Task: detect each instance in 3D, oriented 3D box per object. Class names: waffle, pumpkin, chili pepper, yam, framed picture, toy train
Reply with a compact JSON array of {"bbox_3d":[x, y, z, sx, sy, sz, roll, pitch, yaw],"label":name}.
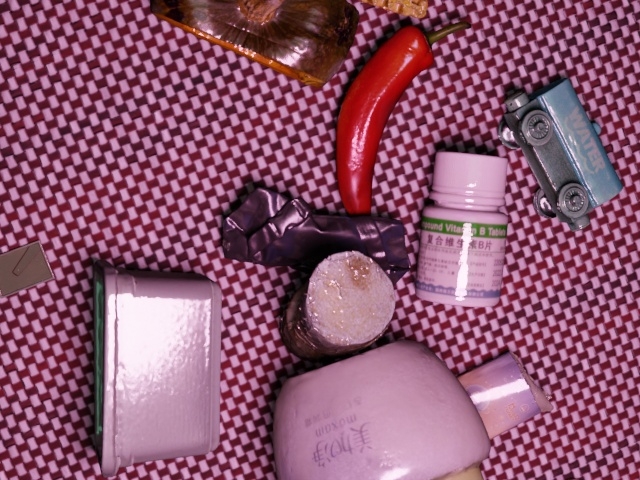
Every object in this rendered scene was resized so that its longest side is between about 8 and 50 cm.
[{"bbox_3d":[0.065,-0.379,1.627,0.160,0.192,0.046,26,106,21],"label":"waffle"},{"bbox_3d":[-0.101,-0.339,1.581,0.317,0.222,0.139,25,92,-9],"label":"pumpkin"},{"bbox_3d":[0.097,-0.205,1.702,0.137,0.092,0.369,23,99,-29],"label":"chili pepper"},{"bbox_3d":[0.025,0.107,1.624,0.153,0.254,0.154,3,74,-9],"label":"yam"},{"bbox_3d":[-0.465,0.044,1.673,0.089,0.006,0.066,-22,98,-6],"label":"framed picture"},{"bbox_3d":[0.392,-0.144,1.741,0.159,0.101,0.248,-34,101,-17],"label":"toy train"}]

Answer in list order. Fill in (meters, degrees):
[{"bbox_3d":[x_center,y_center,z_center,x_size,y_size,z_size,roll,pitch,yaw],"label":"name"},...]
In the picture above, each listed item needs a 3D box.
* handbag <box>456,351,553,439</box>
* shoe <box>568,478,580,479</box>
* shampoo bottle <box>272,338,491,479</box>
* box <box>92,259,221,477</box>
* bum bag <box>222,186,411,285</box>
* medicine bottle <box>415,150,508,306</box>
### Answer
[{"bbox_3d":[0.282,0.258,1.765,0.173,0.095,0.117,-27,100,3],"label":"handbag"},{"bbox_3d":[0.441,0.495,1.806,0.089,0.092,0.180,-17,98,-6],"label":"shoe"},{"bbox_3d":[0.089,0.316,1.621,0.322,0.322,0.317,-18,74,-6],"label":"shampoo bottle"},{"bbox_3d":[-0.249,0.190,1.644,0.182,0.175,0.312,0,95,-17],"label":"box"},{"bbox_3d":[0.000,0.000,1.695,0.309,0.074,0.137,12,122,-14],"label":"bum bag"},{"bbox_3d":[0.227,-0.019,1.702,0.139,0.139,0.237,6,95,-9],"label":"medicine bottle"}]
